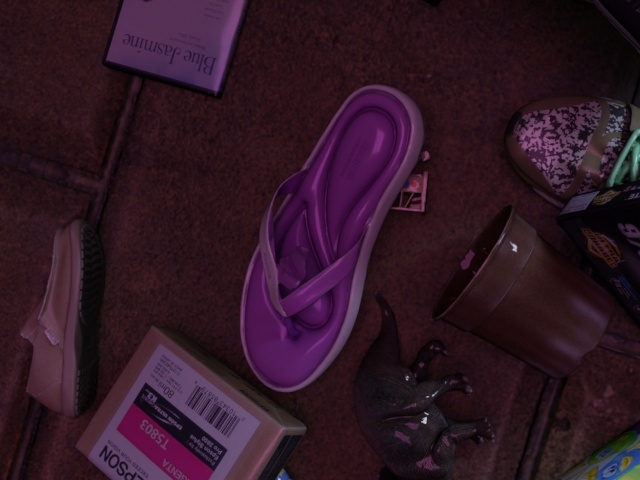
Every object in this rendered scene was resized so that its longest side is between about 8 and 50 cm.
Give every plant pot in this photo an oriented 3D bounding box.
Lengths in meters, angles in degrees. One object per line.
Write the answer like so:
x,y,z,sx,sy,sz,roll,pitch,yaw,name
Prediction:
0.249,0.070,0.958,0.165,0.167,0.167,34,93,0,plant pot

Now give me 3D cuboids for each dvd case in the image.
-0.187,-0.341,1.104,0.180,0.022,0.253,17,91,9,dvd case

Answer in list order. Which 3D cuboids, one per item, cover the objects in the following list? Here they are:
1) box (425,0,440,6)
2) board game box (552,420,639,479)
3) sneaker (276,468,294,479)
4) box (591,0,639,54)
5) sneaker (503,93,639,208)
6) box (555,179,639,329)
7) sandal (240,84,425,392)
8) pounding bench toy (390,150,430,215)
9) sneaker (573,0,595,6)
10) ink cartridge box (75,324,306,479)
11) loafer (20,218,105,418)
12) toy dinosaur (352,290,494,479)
0.137,-0.424,1.028,0.147,0.077,0.180,33,93,9,box
0.353,0.334,0.930,0.275,0.144,0.142,-37,82,5,board game box
-0.102,0.344,1.050,0.144,0.053,0.059,-39,77,1,sneaker
0.399,-0.490,0.757,0.472,0.297,0.480,45,67,-2,box
0.415,-0.074,0.917,0.410,0.182,0.158,23,91,10,sneaker
0.396,0.029,0.889,0.220,0.175,0.051,49,65,-14,box
-0.013,-0.006,0.996,0.169,0.102,0.417,27,100,27,sandal
0.107,-0.078,1.031,0.065,0.052,0.083,6,89,9,pounding bench toy
0.302,-0.473,0.969,0.145,0.147,0.385,-17,85,7,sneaker
-0.167,0.252,1.017,0.234,0.088,0.193,32,89,22,ink cartridge box
-0.353,0.104,1.071,0.091,0.102,0.269,4,89,3,loafer
0.110,0.218,0.987,0.160,0.121,0.314,-22,89,-6,toy dinosaur
